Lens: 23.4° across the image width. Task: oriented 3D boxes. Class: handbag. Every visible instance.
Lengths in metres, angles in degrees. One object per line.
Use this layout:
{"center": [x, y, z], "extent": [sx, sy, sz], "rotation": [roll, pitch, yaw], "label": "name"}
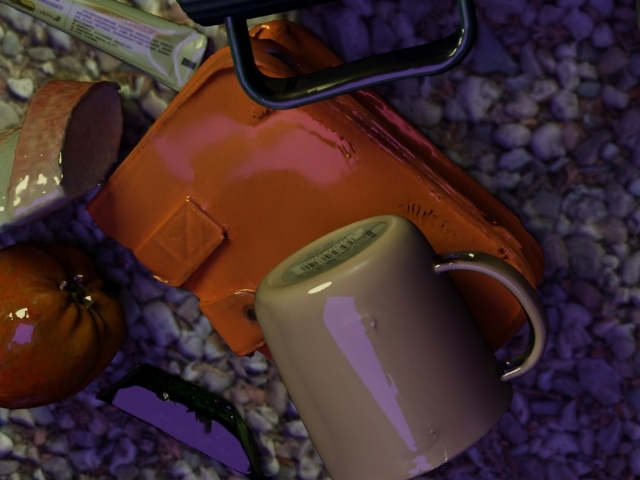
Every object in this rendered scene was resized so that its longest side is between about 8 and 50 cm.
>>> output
{"center": [0.000, 0.000, 1.576], "extent": [0.410, 0.116, 0.303], "rotation": [41, 113, -6], "label": "handbag"}

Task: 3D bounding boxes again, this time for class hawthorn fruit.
{"center": [-0.302, 0.095, 1.645], "extent": [0.189, 0.189, 0.189], "rotation": [4, 111, 10], "label": "hawthorn fruit"}

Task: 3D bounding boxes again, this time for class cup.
{"center": [0.078, 0.085, 1.432], "extent": [0.253, 0.191, 0.200], "rotation": [-22, 104, 19], "label": "cup"}
{"center": [0.008, -0.305, 1.390], "extent": [0.292, 0.242, 0.308], "rotation": [-11, 124, 11], "label": "cup"}

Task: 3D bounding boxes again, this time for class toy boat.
{"center": [-0.346, -0.077, 1.590], "extent": [0.282, 0.206, 0.096], "rotation": [-5, 137, 28], "label": "toy boat"}

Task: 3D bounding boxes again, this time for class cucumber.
{"center": [-0.143, 0.199, 1.720], "extent": [0.220, 0.046, 0.070], "rotation": [26, 105, 1], "label": "cucumber"}

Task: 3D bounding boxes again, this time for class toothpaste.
{"center": [-0.239, -0.228, 1.579], "extent": [0.255, 0.037, 0.067], "rotation": [23, 107, -2], "label": "toothpaste"}

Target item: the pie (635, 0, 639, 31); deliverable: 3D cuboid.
{"center": [0.411, -0.244, 1.436], "extent": [0.240, 0.054, 0.240], "rotation": [3, 110, 8], "label": "pie"}
